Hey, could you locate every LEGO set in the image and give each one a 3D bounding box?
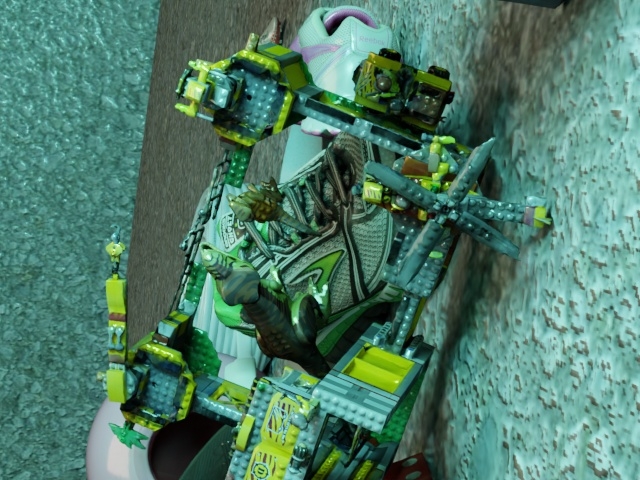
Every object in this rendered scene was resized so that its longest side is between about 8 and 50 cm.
[{"bbox_3d":[-0.025,0.036,0.991,0.331,0.255,0.192,-63,-8,17],"label":"LEGO set"}]

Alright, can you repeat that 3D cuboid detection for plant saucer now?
[{"bbox_3d":[-0.006,-0.044,1.493,0.195,0.037,0.195,-174,90,-77],"label":"plant saucer"}]

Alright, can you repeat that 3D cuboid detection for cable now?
[{"bbox_3d":[-0.107,0.061,1.762,0.257,0.089,0.257,-99,20,-50],"label":"cable"}]

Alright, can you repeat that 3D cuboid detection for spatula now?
[{"bbox_3d":[-0.066,0.099,1.419,0.242,0.168,0.019,-98,1,-74],"label":"spatula"}]

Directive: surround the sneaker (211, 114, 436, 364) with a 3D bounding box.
[{"bbox_3d":[0.000,0.000,1.195,0.343,0.146,0.134,119,155,-54],"label":"sneaker"}]

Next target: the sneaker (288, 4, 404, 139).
[{"bbox_3d":[0.018,-0.147,1.329,0.252,0.103,0.111,-149,71,-69],"label":"sneaker"}]

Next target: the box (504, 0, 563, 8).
[{"bbox_3d":[0.051,-0.236,0.863,0.163,0.247,0.142,135,139,-70],"label":"box"}]

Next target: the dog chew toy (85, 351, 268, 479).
[{"bbox_3d":[-0.122,0.221,1.529,0.332,0.206,0.207,109,166,-79],"label":"dog chew toy"}]

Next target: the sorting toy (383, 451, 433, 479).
[{"bbox_3d":[0.036,0.220,0.993,0.274,0.132,0.046,-118,7,-76],"label":"sorting toy"}]

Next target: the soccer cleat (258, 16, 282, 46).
[{"bbox_3d":[-0.069,-0.238,1.875,0.029,0.035,0.083,-95,17,-44],"label":"soccer cleat"}]

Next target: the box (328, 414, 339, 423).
[{"bbox_3d":[0.003,0.166,1.382,0.067,0.018,0.083,-101,22,-54],"label":"box"}]

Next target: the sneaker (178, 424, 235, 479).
[{"bbox_3d":[-0.080,0.294,1.311,0.295,0.178,0.124,-48,24,15],"label":"sneaker"}]
